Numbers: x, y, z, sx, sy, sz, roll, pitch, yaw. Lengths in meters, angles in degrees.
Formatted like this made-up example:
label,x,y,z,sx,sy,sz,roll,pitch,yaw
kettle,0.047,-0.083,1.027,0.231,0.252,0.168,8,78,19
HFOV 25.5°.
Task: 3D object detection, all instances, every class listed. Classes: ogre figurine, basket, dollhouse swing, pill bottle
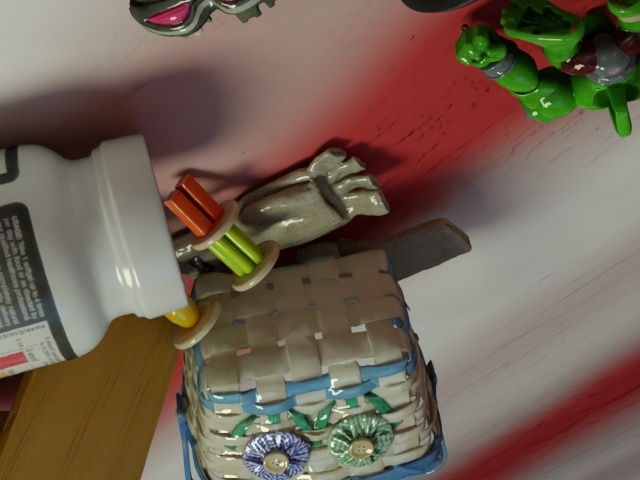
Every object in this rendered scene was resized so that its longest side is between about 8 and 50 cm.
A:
label,x,y,z,sx,sy,sz,roll,pitch,yaw
ogre figurine,0.208,-0.141,1.052,0.197,0.097,0.118,-30,144,-1
basket,-0.015,0.152,1.296,0.255,0.201,0.289,-11,145,-1
dollhouse swing,-0.352,0.164,1.207,0.305,0.315,0.347,29,144,-21
pill bottle,-0.244,0.021,1.007,0.279,0.162,0.162,-15,156,-6

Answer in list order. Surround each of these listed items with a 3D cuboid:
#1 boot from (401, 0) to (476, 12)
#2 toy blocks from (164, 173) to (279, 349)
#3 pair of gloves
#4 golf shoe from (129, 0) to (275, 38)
label,x,y,z,sx,sy,sz,roll,pitch,yaw
boot,0.204,-0.237,0.894,0.280,0.096,0.264,-16,162,-38
toy blocks,-0.124,0.000,1.139,0.123,0.054,0.148,-45,113,4
pair of gloves,0.000,0.000,1.272,0.204,0.042,0.240,-25,150,28
golf shoe,-0.005,-0.211,0.755,0.273,0.105,0.120,-28,139,9
